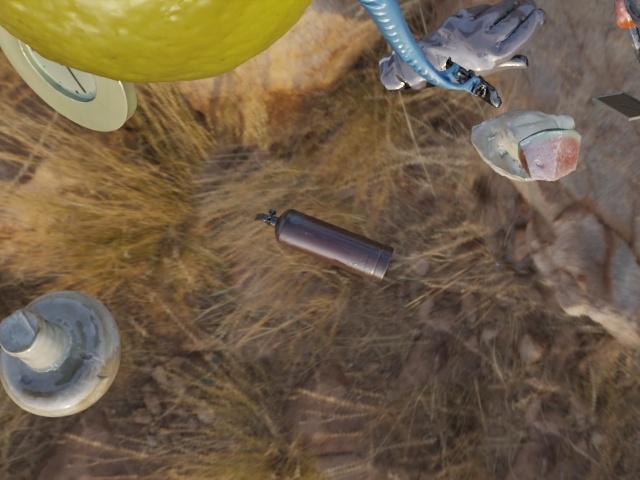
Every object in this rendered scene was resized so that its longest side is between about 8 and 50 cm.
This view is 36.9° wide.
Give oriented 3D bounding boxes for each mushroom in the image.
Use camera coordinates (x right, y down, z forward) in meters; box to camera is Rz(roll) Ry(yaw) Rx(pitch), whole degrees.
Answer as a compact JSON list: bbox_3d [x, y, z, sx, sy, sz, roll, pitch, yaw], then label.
[{"bbox_3d":[-0.500,0.202,1.790,0.244,0.243,0.243,0,89,10],"label":"mushroom"}]

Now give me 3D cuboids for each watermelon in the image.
[{"bbox_3d":[0.325,-0.124,1.341,0.085,0.092,0.072,-26,76,-19],"label":"watermelon"}]

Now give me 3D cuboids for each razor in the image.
[{"bbox_3d":[0.075,-0.187,0.849,0.042,0.253,0.082,-49,50,6],"label":"razor"}]

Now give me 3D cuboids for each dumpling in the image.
[{"bbox_3d":[0.376,-0.174,1.747,0.199,0.118,0.136,-12,66,-4],"label":"dumpling"}]

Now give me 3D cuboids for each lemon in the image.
[{"bbox_3d":[-0.110,-0.239,0.620,0.293,0.293,0.293,0,89,10],"label":"lemon"}]

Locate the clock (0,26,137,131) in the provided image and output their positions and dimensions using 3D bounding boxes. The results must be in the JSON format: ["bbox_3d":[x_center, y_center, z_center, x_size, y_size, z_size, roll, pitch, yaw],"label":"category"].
[{"bbox_3d":[-0.343,-0.244,1.284,0.235,0.235,0.029,32,61,10],"label":"clock"}]

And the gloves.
[{"bbox_3d":[0.237,-0.313,1.590,0.286,0.119,0.142,-26,119,14],"label":"gloves"}]

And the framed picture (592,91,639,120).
[{"bbox_3d":[0.485,-0.213,1.521,0.066,0.089,0.006,-13,125,-24],"label":"framed picture"}]

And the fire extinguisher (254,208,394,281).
[{"bbox_3d":[0.000,0.000,1.794,0.268,0.089,0.072,21,84,2],"label":"fire extinguisher"}]

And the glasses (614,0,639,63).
[{"bbox_3d":[0.387,-0.248,0.833,0.268,0.234,0.118,-17,80,15],"label":"glasses"}]
